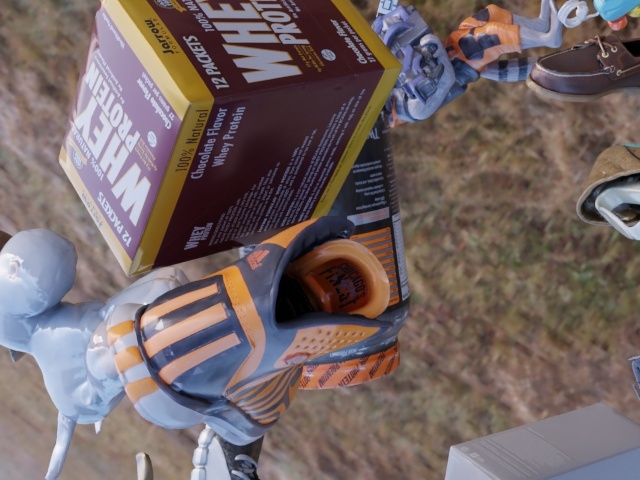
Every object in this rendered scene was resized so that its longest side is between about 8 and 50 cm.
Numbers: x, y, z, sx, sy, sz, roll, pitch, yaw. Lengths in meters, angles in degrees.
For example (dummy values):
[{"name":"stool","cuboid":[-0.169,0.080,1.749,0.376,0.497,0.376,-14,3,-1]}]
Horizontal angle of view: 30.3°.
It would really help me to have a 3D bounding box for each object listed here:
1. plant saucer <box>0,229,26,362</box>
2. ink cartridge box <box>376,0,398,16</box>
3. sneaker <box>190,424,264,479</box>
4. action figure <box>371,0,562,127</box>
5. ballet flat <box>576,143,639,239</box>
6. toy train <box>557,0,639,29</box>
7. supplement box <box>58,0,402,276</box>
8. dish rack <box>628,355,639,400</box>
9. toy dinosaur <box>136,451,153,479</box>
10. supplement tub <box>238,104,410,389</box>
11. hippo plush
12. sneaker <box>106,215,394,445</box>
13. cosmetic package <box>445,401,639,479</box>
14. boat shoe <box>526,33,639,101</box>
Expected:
[{"name":"plant saucer","cuboid":[-0.447,0.080,1.748,0.198,0.036,0.199,172,90,-81]},{"name":"ink cartridge box","cuboid":[0.114,-0.394,1.894,0.028,0.048,0.083,18,154,1]},{"name":"sneaker","cuboid":[-0.065,0.263,1.123,0.132,0.229,0.086,11,170,38]},{"name":"action figure","cuboid":[0.191,-0.235,1.681,0.179,0.330,0.341,61,-166,-26]},{"name":"ballet flat","cuboid":[0.393,-0.050,1.298,0.116,0.124,0.342,47,165,-19]},{"name":"toy train","cuboid":[0.290,-0.281,1.134,0.166,0.125,0.046,-64,36,37]},{"name":"supplement box","cuboid":[-0.076,-0.097,0.927,0.129,0.194,0.191,55,140,25]},{"name":"dish rack","cuboid":[0.480,0.211,1.426,0.208,0.074,0.271,61,152,1]},{"name":"toy dinosaur","cuboid":[-0.044,0.225,0.555,0.118,0.064,0.268,-35,69,59]},{"name":"supplement tub","cuboid":[0.000,0.000,1.469,0.207,0.207,0.338,6,105,56]},{"name":"hippo plush","cuboid":[-0.315,0.093,1.506,0.236,0.234,0.294,39,128,0]},{"name":"sneaker","cuboid":[-0.021,0.072,0.917,0.125,0.180,0.321,66,-170,8]},{"name":"cosmetic package","cuboid":[0.245,0.266,1.259,0.107,0.238,0.127,32,124,51]},{"name":"boat shoe","cuboid":[0.328,-0.207,1.372,0.073,0.207,0.073,50,136,37]}]
